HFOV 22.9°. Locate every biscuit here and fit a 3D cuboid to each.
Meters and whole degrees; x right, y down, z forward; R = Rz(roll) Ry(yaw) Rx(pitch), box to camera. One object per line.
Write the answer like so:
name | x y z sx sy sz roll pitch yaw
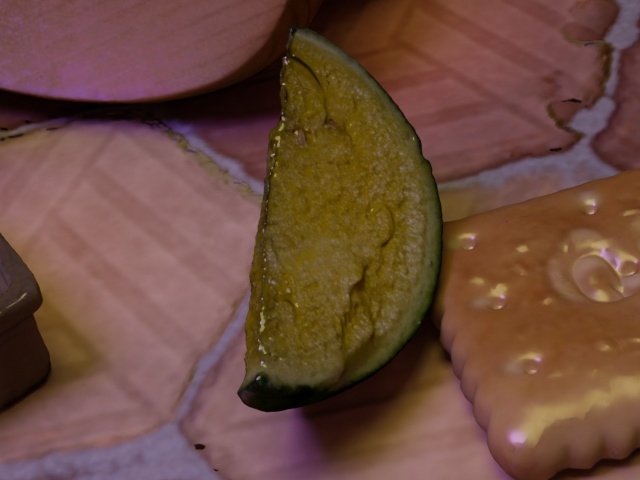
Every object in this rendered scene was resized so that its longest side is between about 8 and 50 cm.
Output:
biscuit | 0.173 0.013 0.691 0.250 0.030 0.160 -15 41 -4

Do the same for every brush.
brush | -0.099 -0.174 0.884 0.267 0.174 0.166 -16 20 26

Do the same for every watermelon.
watermelon | -0.003 0.005 0.700 0.075 0.092 0.181 -34 44 47

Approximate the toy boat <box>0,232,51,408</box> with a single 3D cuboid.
toy boat | -0.210 0.023 0.748 0.116 0.061 0.188 -32 45 -19
